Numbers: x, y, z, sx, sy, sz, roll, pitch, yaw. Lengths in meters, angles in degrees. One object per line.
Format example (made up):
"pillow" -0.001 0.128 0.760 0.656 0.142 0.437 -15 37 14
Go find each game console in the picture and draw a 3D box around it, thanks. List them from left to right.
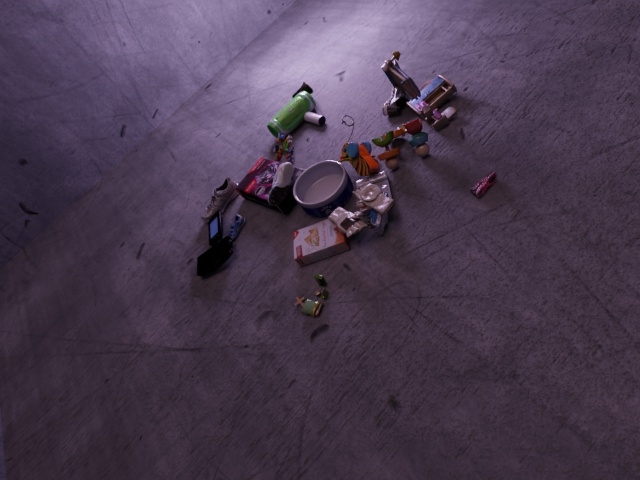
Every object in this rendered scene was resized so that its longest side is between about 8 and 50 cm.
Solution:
"game console" -0.532 0.002 2.023 0.213 0.044 0.361 -34 45 19

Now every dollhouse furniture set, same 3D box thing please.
"dollhouse furniture set" -0.022 0.212 1.563 0.076 0.058 0.152 9 58 30
"dollhouse furniture set" 0.462 -0.703 1.801 0.198 0.303 0.286 -41 44 14

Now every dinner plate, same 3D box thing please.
"dinner plate" 0.555 -0.747 2.001 0.141 0.017 0.141 -16 50 19

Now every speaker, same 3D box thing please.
"speaker" -0.166 -0.720 2.338 0.296 0.131 0.131 -46 46 -9
"speaker" -0.032 -0.683 2.277 0.055 0.055 0.136 -49 46 -11

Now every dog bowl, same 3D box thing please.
"dog bowl" 0.013 -0.238 1.869 0.265 0.104 0.265 -17 49 20

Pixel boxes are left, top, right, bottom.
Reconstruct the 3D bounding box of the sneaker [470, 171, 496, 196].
"sneaker" 0.614 -0.218 1.539 0.119 0.047 0.057 -44 34 -8

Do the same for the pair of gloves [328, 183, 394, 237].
"pair of gloves" 0.156 -0.129 1.633 0.240 0.042 0.204 -41 42 1

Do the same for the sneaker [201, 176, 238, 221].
"sneaker" -0.559 -0.225 2.193 0.105 0.115 0.281 21 69 40

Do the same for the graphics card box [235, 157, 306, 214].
"graphics card box" -0.240 -0.283 2.064 0.371 0.094 0.233 24 70 39

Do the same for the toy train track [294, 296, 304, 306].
"toy train track" -0.071 0.253 1.600 0.048 0.014 0.083 -38 51 -11

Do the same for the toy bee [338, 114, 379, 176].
"toy bee" 0.164 -0.398 1.874 0.162 0.195 0.298 128 143 -52

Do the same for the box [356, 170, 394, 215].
"box" 0.233 -0.205 1.757 0.145 0.038 0.186 -19 48 18

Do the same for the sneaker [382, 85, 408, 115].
"sneaker" 0.401 -0.718 2.034 0.106 0.078 0.234 14 68 35

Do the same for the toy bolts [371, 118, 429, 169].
"toy bolts" 0.378 -0.424 1.812 0.228 0.158 0.218 -18 7 31

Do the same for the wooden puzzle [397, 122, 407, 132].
"wooden puzzle" 0.394 -0.530 1.935 0.049 0.006 0.083 -15 50 21

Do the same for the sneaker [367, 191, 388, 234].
"sneaker" 0.243 -0.109 1.643 0.071 0.083 0.191 -4 56 38

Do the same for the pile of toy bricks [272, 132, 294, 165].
"pile of toy bricks" -0.214 -0.477 2.207 0.105 0.118 0.212 -43 45 43

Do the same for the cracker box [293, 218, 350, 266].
"cracker box" 0.000 0.000 1.716 0.232 0.067 0.156 -21 47 16

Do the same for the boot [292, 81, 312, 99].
"boot" -0.108 -0.875 2.426 0.106 0.082 0.219 -47 12 3

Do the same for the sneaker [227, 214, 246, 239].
"sneaker" -0.431 -0.066 2.032 0.053 0.059 0.144 6 62 33

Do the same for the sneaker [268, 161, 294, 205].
"sneaker" -0.191 -0.262 1.910 0.086 0.085 0.237 -15 49 52
